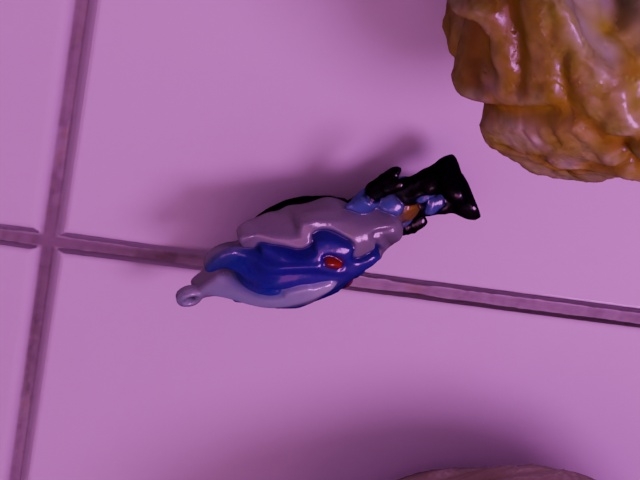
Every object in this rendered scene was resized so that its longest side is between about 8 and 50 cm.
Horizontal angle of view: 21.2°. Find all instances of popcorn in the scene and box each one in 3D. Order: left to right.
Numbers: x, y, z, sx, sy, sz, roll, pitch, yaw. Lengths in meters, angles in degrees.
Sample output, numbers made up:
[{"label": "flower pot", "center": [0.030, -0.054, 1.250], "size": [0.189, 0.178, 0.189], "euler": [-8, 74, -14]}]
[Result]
[{"label": "popcorn", "center": [0.161, -0.122, 0.916], "size": [0.188, 0.185, 0.167], "euler": [-14, 128, 13]}]

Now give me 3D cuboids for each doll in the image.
[{"label": "doll", "center": [0.000, 0.000, 1.056], "size": [0.195, 0.070, 0.096], "euler": [-22, 154, 7]}]

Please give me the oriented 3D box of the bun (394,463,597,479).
[{"label": "bun", "center": [0.125, 0.289, 1.170], "size": [0.360, 0.211, 0.359], "euler": [6, 123, 9]}]
